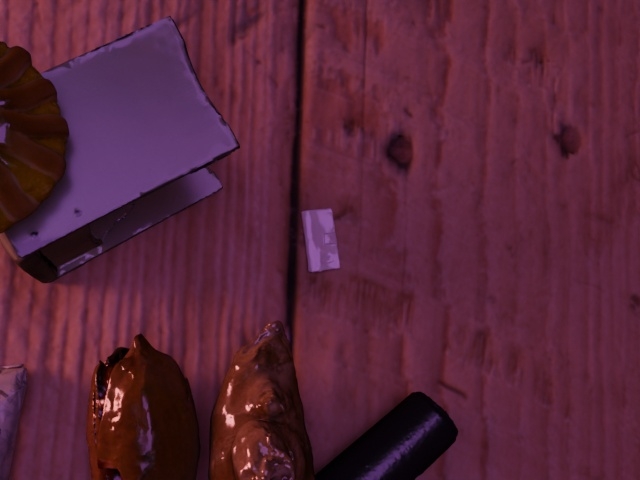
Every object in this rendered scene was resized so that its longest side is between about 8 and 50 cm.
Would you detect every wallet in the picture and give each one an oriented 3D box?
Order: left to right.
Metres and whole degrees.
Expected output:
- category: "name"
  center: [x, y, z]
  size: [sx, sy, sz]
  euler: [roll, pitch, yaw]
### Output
- category: "wallet"
  center: [0.000, 0.000, 1.193]
  size: [0.044, 0.011, 0.083]
  euler: [-6, 82, -12]

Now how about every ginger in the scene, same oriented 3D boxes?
- category: "ginger"
  center: [-0.072, 0.233, 1.040]
  size: [0.123, 0.219, 0.270]
  euler: [-7, 91, -12]

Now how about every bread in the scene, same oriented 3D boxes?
- category: "bread"
  center: [-0.343, -0.107, 0.852]
  size: [0.213, 0.105, 0.213]
  euler: [2, 79, -12]

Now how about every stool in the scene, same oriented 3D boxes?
- category: "stool"
  center: [-0.256, -0.092, 1.042]
  size: [0.270, 0.243, 0.170]
  euler: [-28, 88, -13]

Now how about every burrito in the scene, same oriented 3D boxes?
- category: "burrito"
  center: [-0.391, 0.243, 1.060]
  size: [0.064, 0.064, 0.203]
  euler: [9, 77, -9]

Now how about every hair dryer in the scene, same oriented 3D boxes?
- category: "hair dryer"
  center: [0.123, 0.342, 1.137]
  size: [0.197, 0.089, 0.251]
  euler: [-40, 99, -16]

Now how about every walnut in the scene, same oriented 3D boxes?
- category: "walnut"
  center: [-0.208, 0.233, 1.063]
  size: [0.137, 0.137, 0.245]
  euler: [1, 84, -10]
